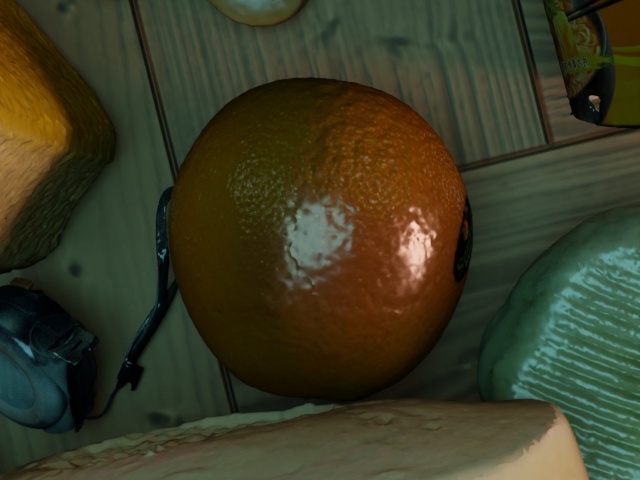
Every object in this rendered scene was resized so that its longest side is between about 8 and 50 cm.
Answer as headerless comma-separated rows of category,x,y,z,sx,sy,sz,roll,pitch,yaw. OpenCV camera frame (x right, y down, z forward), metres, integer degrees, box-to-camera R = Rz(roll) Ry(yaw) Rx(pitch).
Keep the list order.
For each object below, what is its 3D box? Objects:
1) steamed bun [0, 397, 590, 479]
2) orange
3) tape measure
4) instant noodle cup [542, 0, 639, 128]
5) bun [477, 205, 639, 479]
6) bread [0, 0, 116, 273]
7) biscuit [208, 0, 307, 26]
steamed bun,-0.047,0.288,0.990,0.455,0.290,0.371,-14,87,15
orange,0.000,0.000,1.113,0.206,0.206,0.206,0,93,8
tape measure,-0.160,0.040,1.218,0.107,0.104,0.180,27,66,23
instant noodle cup,0.225,-0.173,1.066,0.230,0.230,0.182,-8,102,9
bun,0.204,0.087,1.121,0.204,0.126,0.212,39,92,4
bread,-0.289,-0.130,1.085,0.143,0.333,0.323,-43,83,6
biscuit,-0.064,-0.324,1.177,0.275,0.052,0.355,16,96,7
